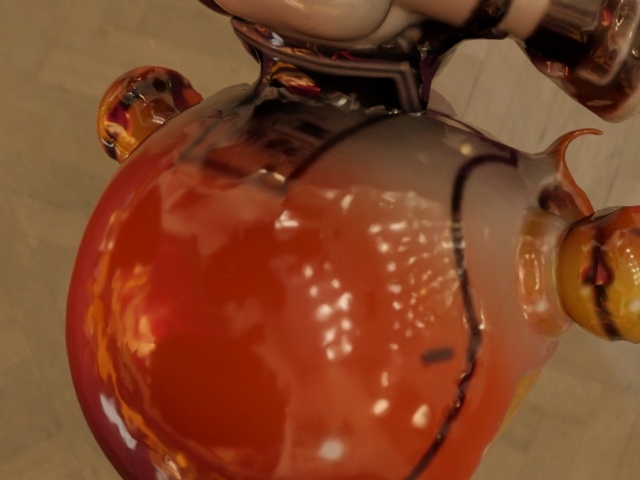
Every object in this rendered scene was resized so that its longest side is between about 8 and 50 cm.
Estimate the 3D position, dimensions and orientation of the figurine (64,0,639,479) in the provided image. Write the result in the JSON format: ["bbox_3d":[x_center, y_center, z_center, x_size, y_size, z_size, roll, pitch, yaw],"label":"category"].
[{"bbox_3d":[-0.002,-0.002,0.608,0.320,0.196,0.323,18,104,35],"label":"figurine"}]
